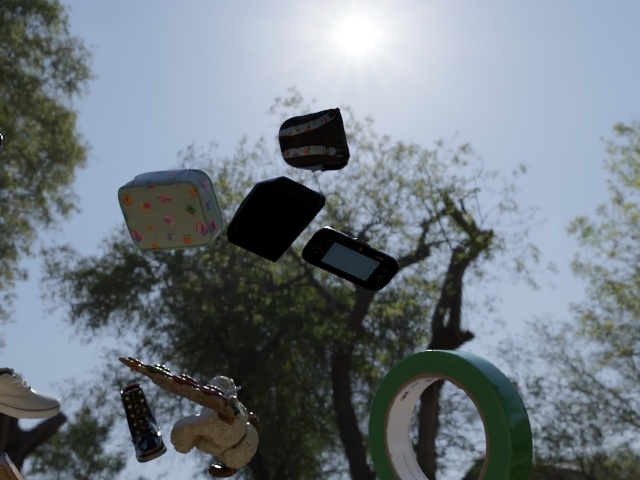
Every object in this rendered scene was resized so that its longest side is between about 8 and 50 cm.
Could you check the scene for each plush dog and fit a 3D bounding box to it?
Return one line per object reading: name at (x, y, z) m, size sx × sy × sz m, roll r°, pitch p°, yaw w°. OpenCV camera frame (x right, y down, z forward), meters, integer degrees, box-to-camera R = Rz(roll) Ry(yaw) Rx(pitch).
plush dog at (-0.262, 0.552, 2.176) m, size 0.210 × 0.262 × 0.225 m, roll 0°, pitch -48°, yaw 45°

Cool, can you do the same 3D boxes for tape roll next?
tape roll at (0.231, 0.365, 1.401) m, size 0.077 × 0.321 × 0.321 m, roll 7°, pitch -31°, yaw -44°

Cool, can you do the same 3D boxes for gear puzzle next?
gear puzzle at (-0.354, 0.350, 1.878) m, size 0.338 × 0.044 × 0.175 m, roll 16°, pitch -23°, yaw 21°

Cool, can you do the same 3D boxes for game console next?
game console at (0.000, 0.000, 1.551) m, size 0.361 × 0.044 × 0.213 m, roll 24°, pitch -42°, yaw -16°

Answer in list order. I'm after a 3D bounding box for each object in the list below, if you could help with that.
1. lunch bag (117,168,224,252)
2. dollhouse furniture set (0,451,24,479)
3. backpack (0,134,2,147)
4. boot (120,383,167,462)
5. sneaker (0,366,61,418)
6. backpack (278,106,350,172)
lunch bag at (-0.413, -0.078, 2.092) m, size 0.279 × 0.108 × 0.224 m, roll -3°, pitch -62°, yaw 25°
dollhouse furniture set at (-0.673, 0.571, 1.478) m, size 0.173 × 0.355 × 0.303 m, roll -28°, pitch -67°, yaw -16°
backpack at (-0.820, -0.196, 1.750) m, size 0.115 × 0.182 × 0.152 m, roll 37°, pitch -23°, yaw -23°
boot at (-0.499, 0.504, 2.098) m, size 0.085 × 0.179 × 0.236 m, roll -19°, pitch 8°, yaw -16°
sneaker at (-0.751, 0.359, 1.823) m, size 0.258 × 0.094 × 0.091 m, roll 18°, pitch -75°, yaw -18°
backpack at (-0.020, -0.250, 1.961) m, size 0.173 × 0.158 × 0.117 m, roll -11°, pitch -9°, yaw -3°
